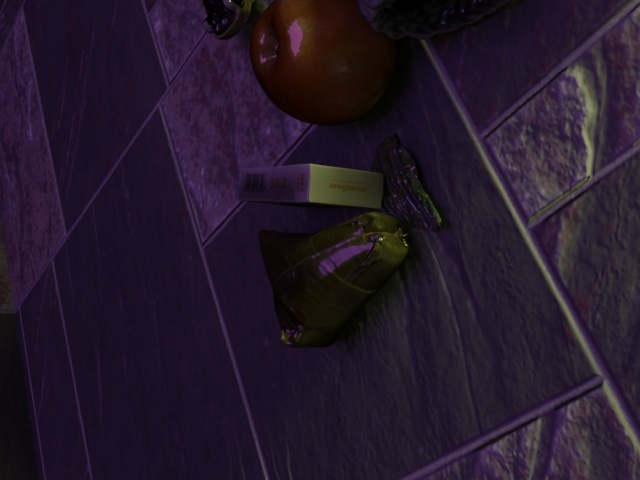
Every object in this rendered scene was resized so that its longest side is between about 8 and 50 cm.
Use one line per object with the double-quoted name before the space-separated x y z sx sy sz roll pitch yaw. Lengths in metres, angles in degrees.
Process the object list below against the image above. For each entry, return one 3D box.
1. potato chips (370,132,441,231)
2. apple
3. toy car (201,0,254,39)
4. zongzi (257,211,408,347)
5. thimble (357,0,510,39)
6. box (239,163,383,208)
"potato chips" 0.135 -0.081 1.179 0.092 0.028 0.208 -48 51 35
"apple" -0.004 -0.313 1.208 0.253 0.253 0.254 -7 81 48
"toy car" -0.202 -0.547 1.538 0.101 0.124 0.257 -34 71 41
"zongzi" 0.000 0.000 1.244 0.274 0.145 0.300 -50 45 27
"thimble" 0.165 -0.407 1.048 0.245 0.217 0.157 -12 80 24
"box" -0.021 -0.091 1.243 0.233 0.149 0.067 6 94 56
